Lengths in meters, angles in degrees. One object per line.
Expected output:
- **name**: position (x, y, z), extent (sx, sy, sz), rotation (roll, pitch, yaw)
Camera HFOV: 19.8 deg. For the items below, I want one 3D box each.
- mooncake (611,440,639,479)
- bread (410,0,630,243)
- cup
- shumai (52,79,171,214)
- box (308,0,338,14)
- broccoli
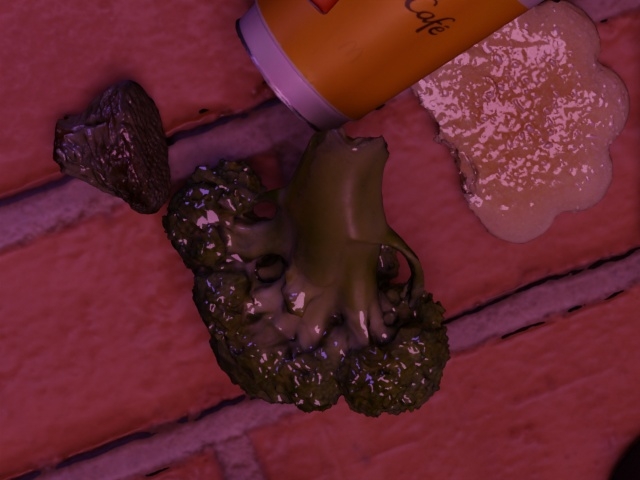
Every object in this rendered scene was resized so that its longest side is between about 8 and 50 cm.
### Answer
- **mooncake**: position (0.402, 0.290, 1.821), extent (0.245, 0.133, 0.245), rotation (-2, 118, -4)
- **bread**: position (0.188, -0.124, 1.675), extent (0.182, 0.039, 0.251), rotation (-28, 112, 3)
- **cup**: position (0.073, -0.223, 1.548), extent (0.279, 0.196, 0.196), rotation (-37, 112, 15)
- **shumai**: position (-0.188, -0.076, 1.617), extent (0.087, 0.099, 0.124), rotation (-9, 111, 13)
- **box**: position (-0.061, -0.403, 1.381), extent (0.348, 0.318, 0.257), rotation (39, 102, -19)
- **broccoli**: position (-0.009, 0.005, 1.632), extent (0.254, 0.186, 0.302), rotation (9, 116, 32)
